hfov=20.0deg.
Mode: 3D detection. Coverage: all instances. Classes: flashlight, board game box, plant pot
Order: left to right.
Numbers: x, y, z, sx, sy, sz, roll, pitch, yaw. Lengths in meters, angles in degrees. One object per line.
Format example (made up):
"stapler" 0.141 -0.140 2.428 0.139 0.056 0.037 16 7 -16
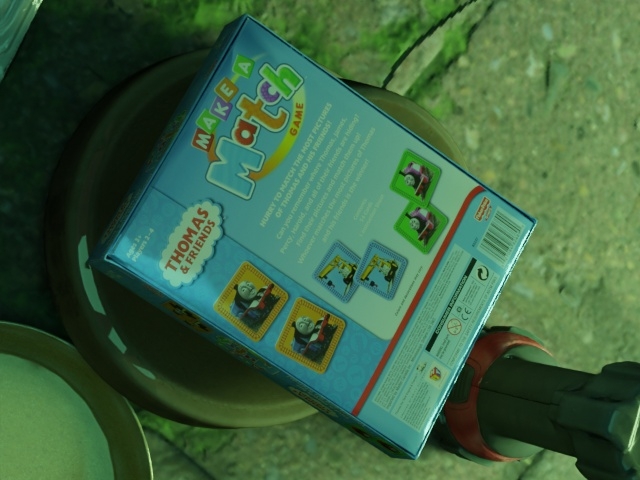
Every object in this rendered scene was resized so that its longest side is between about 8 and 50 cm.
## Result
"plant pot" -0.228 0.169 1.197 0.236 0.032 0.236 0 91 -21
"plant pot" -0.021 -0.010 1.149 0.263 0.229 0.263 2 85 -23
"board game box" 0.000 0.000 1.009 0.211 0.039 0.160 35 73 -18
"flashlight" 0.165 0.114 1.191 0.103 0.304 0.103 -32 103 -17

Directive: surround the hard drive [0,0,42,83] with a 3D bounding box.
"hard drive" -0.248 -0.277 1.165 0.237 0.064 0.339 29 81 -18
